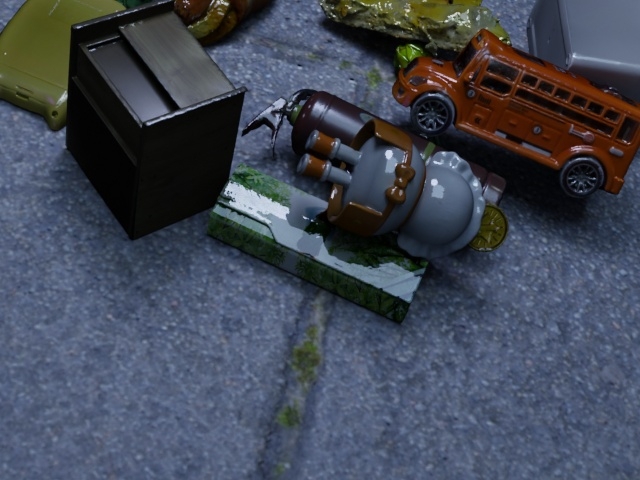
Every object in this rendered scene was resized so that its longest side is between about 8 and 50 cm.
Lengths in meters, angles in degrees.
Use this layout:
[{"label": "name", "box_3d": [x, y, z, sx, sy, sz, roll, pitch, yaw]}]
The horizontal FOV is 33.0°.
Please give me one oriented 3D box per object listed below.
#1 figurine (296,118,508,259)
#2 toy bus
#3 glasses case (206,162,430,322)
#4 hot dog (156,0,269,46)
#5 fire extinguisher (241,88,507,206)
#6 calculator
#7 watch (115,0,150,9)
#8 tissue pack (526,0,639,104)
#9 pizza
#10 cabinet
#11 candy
[{"label": "figurine", "box_3d": [0.105, -0.058, 1.311, 0.271, 0.143, 0.143, 22, 52, 3]}, {"label": "toy bus", "box_3d": [0.266, -0.182, 1.461, 0.329, 0.153, 0.143, 22, 20, -4]}, {"label": "glasses case", "box_3d": [0.000, 0.000, 1.360, 0.272, 0.062, 0.095, 24, 52, 5]}, {"label": "hot dog", "box_3d": [-0.138, -0.378, 1.583, 0.123, 0.093, 0.261, 38, 53, 2]}, {"label": "fire extinguisher", "box_3d": [0.068, -0.100, 1.425, 0.341, 0.105, 0.141, 26, 59, 2]}, {"label": "calculator", "box_3d": [-0.356, -0.265, 1.467, 0.157, 0.033, 0.237, 21, 60, 3]}, {"label": "watch", "box_3d": [-0.278, -0.408, 1.577, 0.165, 0.131, 0.152, 30, 34, 14]}, {"label": "tissue pack", "box_3d": [0.404, -0.291, 1.621, 0.136, 0.159, 0.246, 8, 53, -6]}, {"label": "pizza", "box_3d": [0.186, -0.347, 1.608, 0.280, 0.075, 0.287, -21, 39, -33]}, {"label": "cabinet", "box_3d": [-0.203, -0.150, 1.323, 0.148, 0.215, 0.175, -25, 63, -29]}, {"label": "candy", "box_3d": [0.152, -0.209, 1.569, 0.062, 0.058, 0.194, -9, 65, -6]}]
